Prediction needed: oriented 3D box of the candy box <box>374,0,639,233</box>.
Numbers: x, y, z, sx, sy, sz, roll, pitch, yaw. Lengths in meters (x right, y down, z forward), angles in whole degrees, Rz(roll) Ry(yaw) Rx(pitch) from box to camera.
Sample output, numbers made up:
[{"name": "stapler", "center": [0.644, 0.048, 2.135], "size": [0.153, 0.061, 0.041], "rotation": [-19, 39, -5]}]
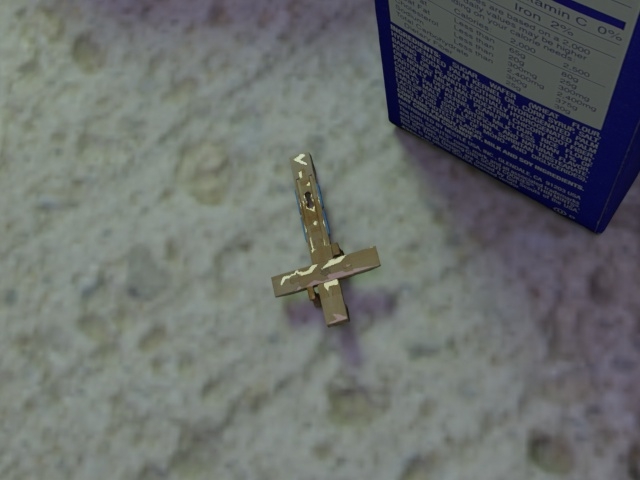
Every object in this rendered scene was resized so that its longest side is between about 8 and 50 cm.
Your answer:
[{"name": "candy box", "center": [0.124, -0.184, 0.357], "size": [0.122, 0.317, 0.268], "rotation": [28, 77, 14]}]

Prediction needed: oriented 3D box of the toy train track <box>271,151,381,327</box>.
[{"name": "toy train track", "center": [0.000, 0.000, 0.472], "size": [0.048, 0.014, 0.083], "rotation": [-17, 65, 8]}]
